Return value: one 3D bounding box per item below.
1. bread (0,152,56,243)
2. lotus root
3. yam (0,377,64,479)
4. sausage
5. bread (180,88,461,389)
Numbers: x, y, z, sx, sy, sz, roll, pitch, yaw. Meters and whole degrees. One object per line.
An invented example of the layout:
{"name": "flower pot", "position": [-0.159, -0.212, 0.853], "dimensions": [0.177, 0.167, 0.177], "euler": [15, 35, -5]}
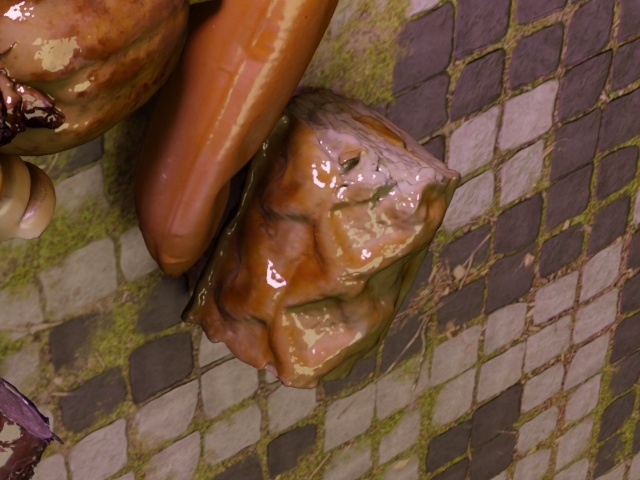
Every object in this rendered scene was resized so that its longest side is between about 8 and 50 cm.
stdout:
{"name": "bread", "position": [-0.295, -0.042, 1.433], "dimensions": [0.119, 0.084, 0.177], "euler": [-14, 153, 26]}
{"name": "lotus root", "position": [-0.195, -0.164, 1.399], "dimensions": [0.314, 0.141, 0.169], "euler": [-34, 147, -37]}
{"name": "yam", "position": [-0.350, 0.248, 1.599], "dimensions": [0.279, 0.131, 0.131], "euler": [-58, 144, 0]}
{"name": "sausage", "position": [-0.087, -0.123, 1.565], "dimensions": [0.116, 0.134, 0.354], "euler": [22, 110, -12]}
{"name": "bread", "position": [-0.001, 0.001, 1.689], "dimensions": [0.196, 0.238, 0.252], "euler": [6, 111, -45]}
